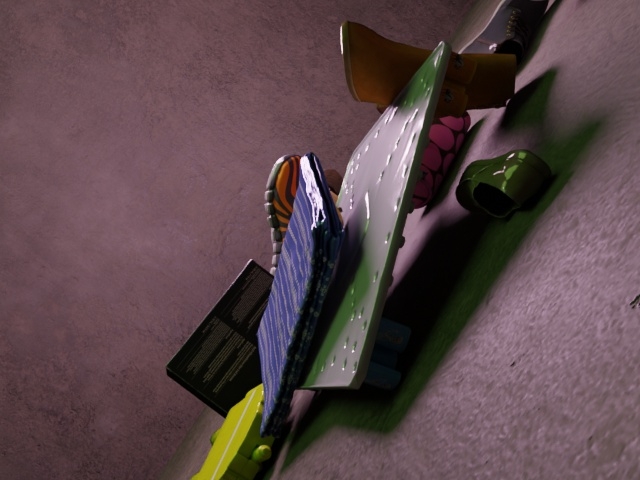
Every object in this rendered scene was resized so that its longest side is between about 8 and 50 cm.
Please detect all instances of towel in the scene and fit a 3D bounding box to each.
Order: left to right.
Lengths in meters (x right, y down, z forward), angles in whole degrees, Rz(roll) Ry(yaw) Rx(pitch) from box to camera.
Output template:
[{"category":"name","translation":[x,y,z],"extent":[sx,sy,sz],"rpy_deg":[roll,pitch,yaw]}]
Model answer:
[{"category":"towel","translation":[-0.044,0.070,0.932],"extent":[0.243,0.040,0.336],"rpy_deg":[-104,27,-59]}]

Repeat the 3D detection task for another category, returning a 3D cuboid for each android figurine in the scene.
[{"category":"android figurine","translation":[-0.126,0.323,1.051],"extent":[0.273,0.056,0.248],"rpy_deg":[-44,16,50]}]

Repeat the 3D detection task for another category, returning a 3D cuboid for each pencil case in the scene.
[{"category":"pencil case","translation":[0.178,-0.153,1.129],"extent":[0.095,0.098,0.209],"rpy_deg":[-33,20,51]}]

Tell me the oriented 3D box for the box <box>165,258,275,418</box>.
[{"category":"box","translation":[-0.140,0.198,1.290],"extent":[0.261,0.184,0.103],"rpy_deg":[-52,-5,-23]}]

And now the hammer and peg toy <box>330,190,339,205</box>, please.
[{"category":"hammer and peg toy","translation":[0.162,-0.202,1.536],"extent":[0.361,0.127,0.266],"rpy_deg":[-51,4,48]}]

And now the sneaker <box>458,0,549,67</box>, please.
[{"category":"sneaker","translation":[0.342,-0.360,1.171],"extent":[0.222,0.083,0.118],"rpy_deg":[-49,22,-3]}]

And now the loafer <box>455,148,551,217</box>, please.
[{"category":"loafer","translation":[0.170,-0.051,0.677],"extent":[0.050,0.056,0.148],"rpy_deg":[-50,2,-14]}]

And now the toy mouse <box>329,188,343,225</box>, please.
[{"category":"toy mouse","translation":[0.000,0.000,0.983],"extent":[0.161,0.031,0.143],"rpy_deg":[-83,15,-48]}]

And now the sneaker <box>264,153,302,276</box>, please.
[{"category":"sneaker","translation":[-0.011,-0.012,1.365],"extent":[0.125,0.321,0.180],"rpy_deg":[-14,16,-43]}]

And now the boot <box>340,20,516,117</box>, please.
[{"category":"boot","translation":[0.158,-0.237,0.926],"extent":[0.295,0.211,0.104],"rpy_deg":[12,-104,-70]}]

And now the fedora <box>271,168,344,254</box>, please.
[{"category":"fedora","translation":[-0.033,-0.036,1.653],"extent":[0.243,0.124,0.275],"rpy_deg":[50,-130,-50]}]

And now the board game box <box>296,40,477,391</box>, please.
[{"category":"board game box","translation":[0.062,0.005,0.869],"extent":[0.390,0.050,0.389],"rpy_deg":[136,152,-72]}]
